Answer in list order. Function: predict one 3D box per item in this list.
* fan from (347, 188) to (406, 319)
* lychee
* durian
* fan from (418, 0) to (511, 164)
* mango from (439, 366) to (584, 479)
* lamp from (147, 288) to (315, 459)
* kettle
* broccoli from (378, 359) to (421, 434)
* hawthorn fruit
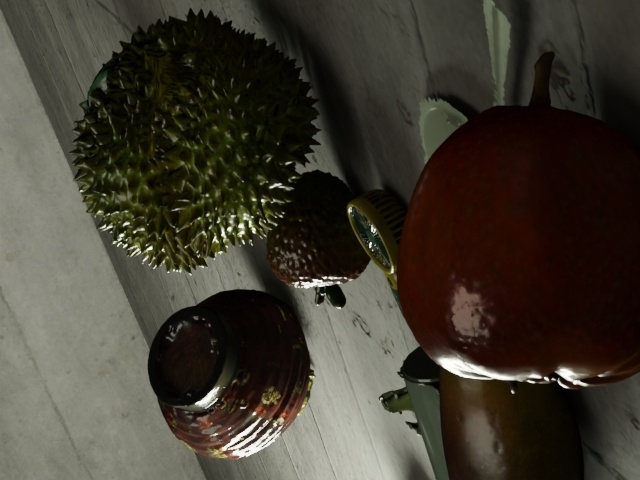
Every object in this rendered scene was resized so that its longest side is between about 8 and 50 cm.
[{"bbox_3d":[0.076,0.019,1.600,0.082,0.039,0.155,34,151,60],"label":"fan"},{"bbox_3d":[0.000,0.000,1.689,0.114,0.114,0.146,-155,58,-67],"label":"lychee"},{"bbox_3d":[-0.132,-0.106,1.648,0.225,0.291,0.291,36,172,-15],"label":"durian"},{"bbox_3d":[0.142,-0.055,1.275,0.233,0.012,0.414,53,167,25],"label":"fan"},{"bbox_3d":[0.168,0.179,1.432,0.133,0.111,0.267,38,146,51],"label":"mango"},{"bbox_3d":[-0.118,0.183,2.249,0.247,0.247,0.247,55,165,23],"label":"lamp"},{"bbox_3d":[0.146,0.165,1.565,0.098,0.127,0.148,-5,115,40],"label":"kettle"},{"bbox_3d":[0.106,0.161,1.674,0.097,0.092,0.095,2,-108,-86],"label":"broccoli"},{"bbox_3d":[0.146,-0.013,1.072,0.196,0.196,0.225,171,99,-75],"label":"hawthorn fruit"}]
